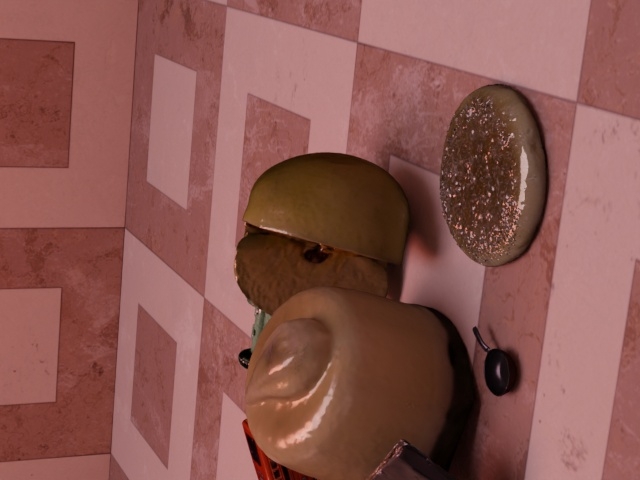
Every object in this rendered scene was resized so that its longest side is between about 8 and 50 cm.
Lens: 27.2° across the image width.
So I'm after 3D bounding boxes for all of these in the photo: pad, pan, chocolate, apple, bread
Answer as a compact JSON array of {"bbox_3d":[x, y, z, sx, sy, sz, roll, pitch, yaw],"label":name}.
[{"bbox_3d":[0.171,0.393,1.877,0.233,0.022,0.174,37,133,2],"label":"pad"},{"bbox_3d":[0.249,0.168,1.886,0.115,0.023,0.068,67,148,34],"label":"pan"},{"bbox_3d":[0.024,0.233,2.013,0.314,0.297,0.326,39,116,57],"label":"chocolate"},{"bbox_3d":[0.004,-0.019,2.125,0.295,0.258,0.233,108,175,-55],"label":"apple"},{"bbox_3d":[0.238,-0.094,1.888,0.267,0.040,0.267,179,90,-66],"label":"bread"}]

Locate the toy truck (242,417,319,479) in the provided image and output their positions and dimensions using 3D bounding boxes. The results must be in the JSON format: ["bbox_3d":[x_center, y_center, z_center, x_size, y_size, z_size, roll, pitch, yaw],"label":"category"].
[{"bbox_3d":[-0.046,0.405,2.226,0.107,0.114,0.252,24,131,65],"label":"toy truck"}]

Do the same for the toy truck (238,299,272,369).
[{"bbox_3d":[-0.038,0.195,2.357,0.279,0.156,0.155,-134,49,-57],"label":"toy truck"}]
